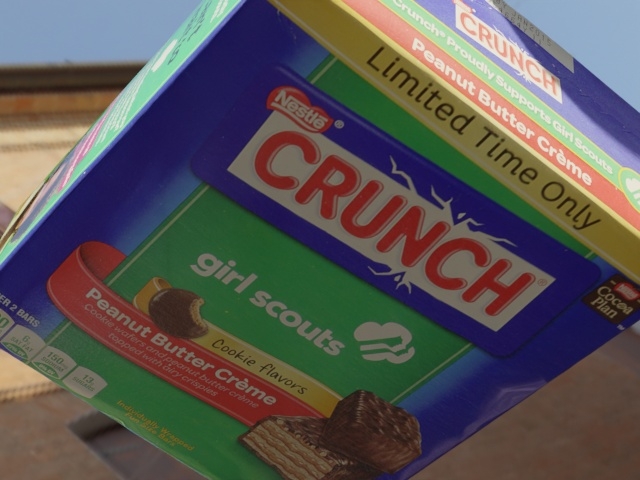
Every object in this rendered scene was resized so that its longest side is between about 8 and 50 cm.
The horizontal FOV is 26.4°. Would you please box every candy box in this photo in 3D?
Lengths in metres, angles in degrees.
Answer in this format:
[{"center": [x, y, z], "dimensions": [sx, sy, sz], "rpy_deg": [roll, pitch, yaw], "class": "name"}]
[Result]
[{"center": [0.000, 0.000, 0.756], "dimensions": [0.268, 0.122, 0.317], "rpy_deg": [35, -54, -18], "class": "candy box"}]
